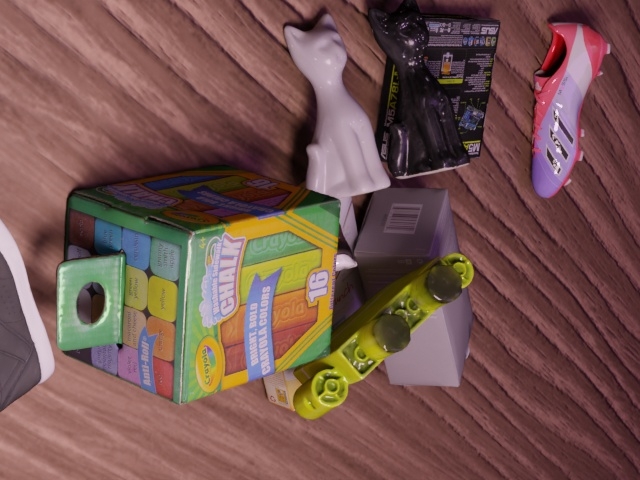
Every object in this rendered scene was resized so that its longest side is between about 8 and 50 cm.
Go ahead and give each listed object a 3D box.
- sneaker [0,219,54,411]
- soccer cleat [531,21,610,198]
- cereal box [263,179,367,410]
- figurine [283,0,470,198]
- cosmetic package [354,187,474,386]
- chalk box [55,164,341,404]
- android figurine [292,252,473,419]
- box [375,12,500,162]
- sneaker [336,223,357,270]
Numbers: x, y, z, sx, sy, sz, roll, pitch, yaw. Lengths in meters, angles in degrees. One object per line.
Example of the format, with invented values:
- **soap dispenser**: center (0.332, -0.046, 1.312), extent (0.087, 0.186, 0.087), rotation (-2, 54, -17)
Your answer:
- **sneaker**: center (-0.339, 0.067, 1.349), extent (0.147, 0.104, 0.296), rotation (-50, 143, -34)
- **soccer cleat**: center (0.327, -0.184, 2.129), extent (0.095, 0.083, 0.248), rotation (12, 101, -23)
- **cereal box**: center (-0.015, 0.058, 1.803), extent (0.173, 0.047, 0.240), rotation (-40, 133, -37)
- **figurine**: center (0.058, -0.166, 1.748), extent (0.214, 0.092, 0.210), rotation (-17, 96, -38)
- **cosmetic package**: center (0.121, 0.061, 1.897), extent (0.127, 0.107, 0.238), rotation (-71, 157, -46)
- **chalk box**: center (-0.140, 0.043, 1.531), extent (0.289, 0.179, 0.180), rotation (-16, 116, -48)
- **android figurine**: center (0.062, 0.104, 1.706), extent (0.248, 0.273, 0.056), rotation (-42, 91, -25)
- **box**: center (0.148, -0.191, 1.913), extent (0.190, 0.045, 0.184), rotation (-10, 114, -50)
- **sneaker**: center (0.000, 0.000, 1.672), extent (0.061, 0.158, 0.065), rotation (-10, 98, -8)
